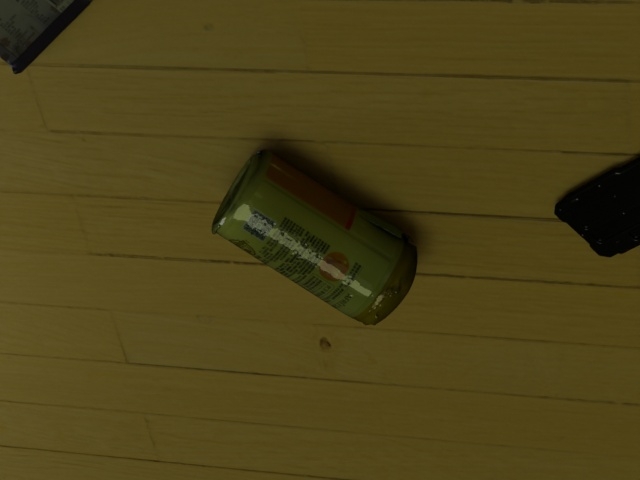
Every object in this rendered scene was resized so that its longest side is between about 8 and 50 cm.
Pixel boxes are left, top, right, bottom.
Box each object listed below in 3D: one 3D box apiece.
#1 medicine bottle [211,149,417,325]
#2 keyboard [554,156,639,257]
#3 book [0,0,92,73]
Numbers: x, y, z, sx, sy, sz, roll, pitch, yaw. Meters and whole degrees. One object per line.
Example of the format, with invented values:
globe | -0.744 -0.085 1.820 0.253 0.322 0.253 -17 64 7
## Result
medicine bottle | 0.000 0.000 2.028 0.239 0.124 0.124 31 135 -12
keyboard | 0.379 -0.060 1.904 0.106 0.016 0.262 42 132 -20
book | -0.382 -0.301 1.945 0.231 0.026 0.157 39 130 -18
